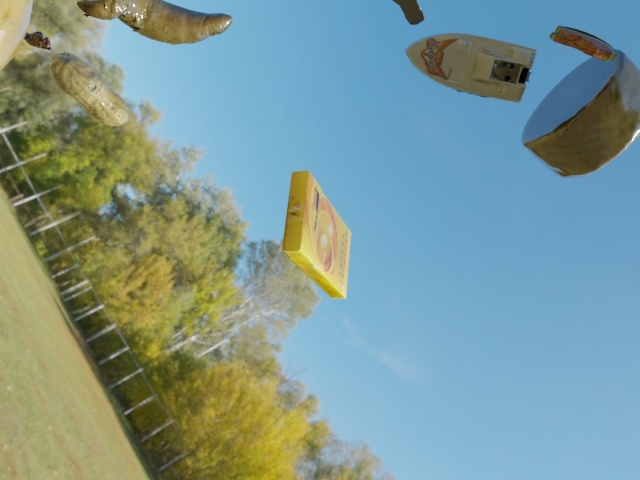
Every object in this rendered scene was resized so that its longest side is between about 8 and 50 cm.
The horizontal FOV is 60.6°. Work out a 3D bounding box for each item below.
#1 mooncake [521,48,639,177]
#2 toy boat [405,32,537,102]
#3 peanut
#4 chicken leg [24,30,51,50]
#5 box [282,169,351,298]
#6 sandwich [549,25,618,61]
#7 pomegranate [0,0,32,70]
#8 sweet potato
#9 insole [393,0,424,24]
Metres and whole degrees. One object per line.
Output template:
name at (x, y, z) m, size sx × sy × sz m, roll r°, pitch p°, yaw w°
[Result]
mooncake at (0.623, -0.285, 1.277) m, size 0.156 × 0.284 × 0.284 m, roll 36°, pitch -22°, yaw -12°
toy boat at (0.338, -0.404, 1.256) m, size 0.088 × 0.296 × 0.129 m, roll -92°, pitch -166°, yaw -69°
peanut at (-0.531, -0.343, 1.271) m, size 0.099 × 0.099 × 0.214 m, roll 39°, pitch -12°, yaw 39°
chicken leg at (-0.511, -0.359, 0.978) m, size 0.083 × 0.021 × 0.036 m, roll 29°, pitch -31°, yaw 18°
box at (0.000, 0.000, 1.027) m, size 0.269 × 0.044 × 0.152 m, roll 50°, pitch 40°, yaw -59°
sandwich at (0.536, -0.396, 1.109) m, size 0.135 × 0.067 × 0.029 m, roll 38°, pitch -44°, yaw 23°
pomegranate at (-0.540, -0.322, 0.726) m, size 0.307 × 0.307 × 0.307 m, roll 44°, pitch -29°, yaw 33°
sweet potato at (-0.345, -0.464, 1.127) m, size 0.124 × 0.310 × 0.097 m, roll 19°, pitch -74°, yaw 48°
insole at (0.224, -0.632, 1.442) m, size 0.188 × 0.064 × 0.004 m, roll 34°, pitch 46°, yaw -52°
